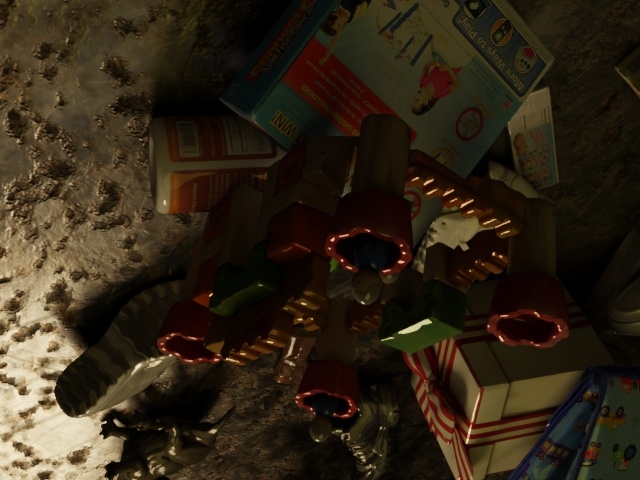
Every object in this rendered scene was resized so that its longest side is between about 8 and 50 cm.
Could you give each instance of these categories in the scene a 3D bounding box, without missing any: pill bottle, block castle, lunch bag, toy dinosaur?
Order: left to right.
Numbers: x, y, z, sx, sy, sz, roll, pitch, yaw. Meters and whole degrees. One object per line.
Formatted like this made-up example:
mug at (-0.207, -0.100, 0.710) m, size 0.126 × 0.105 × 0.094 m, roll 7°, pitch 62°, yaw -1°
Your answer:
toy dinosaur at (-0.250, 0.332, 1.617) m, size 0.313 × 0.121 × 0.160 m, roll -40°, pitch 142°, yaw 13°
pill bottle at (-0.103, -0.098, 1.258) m, size 0.216 × 0.121 × 0.121 m, roll -3°, pitch 131°, yaw -15°
block castle at (0.031, 0.073, 1.162) m, size 0.303 × 0.213 × 0.453 m, roll 26°, pitch 147°, yaw -26°
lunch bag at (0.435, 0.305, 1.488) m, size 0.221 × 0.138 × 0.293 m, roll 11°, pitch 110°, yaw -33°

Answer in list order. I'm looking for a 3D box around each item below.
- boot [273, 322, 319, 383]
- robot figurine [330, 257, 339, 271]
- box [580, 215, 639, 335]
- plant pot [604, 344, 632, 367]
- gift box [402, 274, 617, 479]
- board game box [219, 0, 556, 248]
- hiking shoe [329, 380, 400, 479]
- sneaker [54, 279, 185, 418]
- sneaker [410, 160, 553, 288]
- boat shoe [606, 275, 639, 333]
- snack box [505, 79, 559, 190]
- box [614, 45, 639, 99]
boot at (-0.015, 0.180, 1.591) m, size 0.106 × 0.037 × 0.114 m, roll 3°, pitch 125°, yaw -22°
robot figurine at (0.000, 0.000, 1.412) m, size 0.101 × 0.067 × 0.115 m, roll 7°, pitch 128°, yaw -7°
box at (0.560, 0.059, 1.645) m, size 0.183 × 0.056 × 0.231 m, roll 7°, pitch 127°, yaw -21°
plant pot at (0.469, 0.349, 1.756) m, size 0.263 × 0.229 × 0.263 m, roll -9°, pitch 133°, yaw -10°
gift box at (0.278, 0.232, 1.577) m, size 0.258 × 0.255 × 0.276 m, roll -6°, pitch 125°, yaw -15°
board game box at (0.089, -0.193, 1.186) m, size 0.308 × 0.086 × 0.302 m, roll 37°, pitch 90°, yaw -38°
hiking shoe at (0.065, 0.326, 1.722) m, size 0.114 × 0.086 × 0.227 m, roll 6°, pitch 123°, yaw -5°
sneaker at (-0.259, 0.153, 1.469) m, size 0.281 × 0.105 × 0.115 m, roll -35°, pitch 165°, yaw 9°
sneaker at (0.186, 0.003, 1.467) m, size 0.152 × 0.114 × 0.305 m, roll 41°, pitch 111°, yaw -19°
boat shoe at (0.546, 0.045, 1.539) m, size 0.258 × 0.095 × 0.084 m, roll -34°, pitch 127°, yaw 0°
snack box at (0.296, -0.141, 1.411) m, size 0.064 × 0.022 × 0.178 m, roll -20°, pitch 133°, yaw -1°
box at (0.505, -0.176, 1.403) m, size 0.058 × 0.087 × 0.232 m, roll -42°, pitch 128°, yaw 17°
